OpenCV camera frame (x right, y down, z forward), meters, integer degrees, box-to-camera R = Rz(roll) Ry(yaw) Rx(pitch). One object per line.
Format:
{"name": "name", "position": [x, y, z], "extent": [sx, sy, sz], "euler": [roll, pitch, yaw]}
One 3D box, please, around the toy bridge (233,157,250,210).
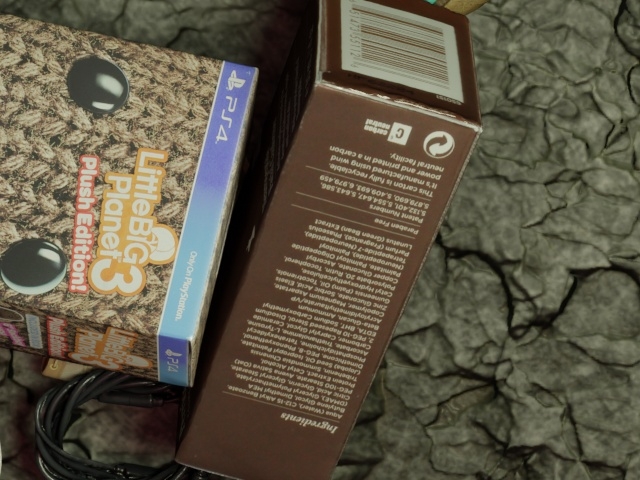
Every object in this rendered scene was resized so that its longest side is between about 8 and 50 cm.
{"name": "toy bridge", "position": [-0.109, -0.101, 1.701], "extent": [0.188, 0.026, 0.063], "euler": [42, 99, -16]}

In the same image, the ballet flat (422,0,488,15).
{"name": "ballet flat", "position": [0.175, -0.310, 1.627], "extent": [0.124, 0.116, 0.342], "euler": [16, 104, -31]}

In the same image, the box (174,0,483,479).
{"name": "box", "position": [0.000, 0.000, 1.617], "extent": [0.143, 0.191, 0.381], "euler": [14, 121, -9]}

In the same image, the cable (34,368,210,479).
{"name": "cable", "position": [-0.164, 0.171, 1.755], "extent": [0.184, 0.047, 0.150], "euler": [24, 119, -28]}

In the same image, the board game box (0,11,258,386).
{"name": "board game box", "position": [-0.215, -0.038, 1.574], "extent": [0.291, 0.141, 0.232], "euler": [12, 71, 0]}

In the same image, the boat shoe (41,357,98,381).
{"name": "boat shoe", "position": [-0.216, 0.047, 1.723], "extent": [0.059, 0.063, 0.170], "euler": [0, 110, -12]}
